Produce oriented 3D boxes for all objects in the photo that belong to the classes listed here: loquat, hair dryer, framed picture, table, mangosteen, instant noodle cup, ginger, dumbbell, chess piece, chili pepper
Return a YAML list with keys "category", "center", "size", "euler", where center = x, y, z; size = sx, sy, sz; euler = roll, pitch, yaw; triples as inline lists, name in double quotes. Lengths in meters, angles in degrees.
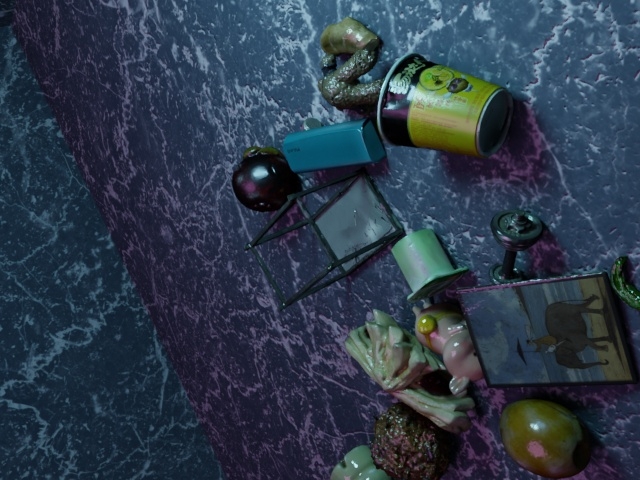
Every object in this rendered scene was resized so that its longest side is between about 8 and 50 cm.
- category: "loquat"
  center: [0.511, 0.451, 1.632]
  size: [0.227, 0.179, 0.179]
  euler: [17, 123, 58]
- category: "hair dryer"
  center: [-0.002, -0.261, 1.996]
  size: [0.154, 0.054, 0.106]
  euler: [49, 147, 16]
- category: "framed picture"
  center: [0.487, 0.206, 1.555]
  size: [0.347, 0.016, 0.265]
  euler: [-10, 106, 38]
- category: "table"
  center: [0.000, 0.000, 1.948]
  size: [0.222, 0.272, 0.335]
  euler: [60, 145, 9]
- category: "mangosteen"
  center: [-0.167, -0.184, 2.138]
  size: [0.210, 0.210, 0.210]
  euler: [31, 133, 40]
- category: "instant noodle cup"
  center: [0.269, -0.273, 1.507]
  size: [0.236, 0.215, 0.215]
  euler: [24, 129, 34]
- category: "ginger"
  center: [0.066, -0.495, 1.742]
  size: [0.190, 0.069, 0.095]
  euler: [8, 152, 50]
- category: "dumbbell"
  center: [0.420, 0.037, 1.572]
  size: [0.110, 0.110, 0.254]
  euler: [37, 143, 35]
- category: "chess piece"
  center: [0.223, 0.865, 2.237]
  size: [0.442, 0.234, 0.234]
  euler: [40, 138, 37]
- category: "chili pepper"
  center: [0.610, 0.091, 1.406]
  size: [0.055, 0.035, 0.118]
  euler: [-34, 72, 43]

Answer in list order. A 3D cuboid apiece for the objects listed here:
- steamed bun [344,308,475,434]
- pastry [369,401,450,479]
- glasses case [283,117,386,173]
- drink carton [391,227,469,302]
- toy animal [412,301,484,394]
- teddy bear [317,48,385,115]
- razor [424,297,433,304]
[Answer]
- category: "steamed bun"
  center: [0.225, 0.321, 1.903]
  size: [0.428, 0.247, 0.189]
  euler: [39, 113, 38]
- category: "pastry"
  center: [0.251, 0.605, 2.051]
  size: [0.275, 0.193, 0.275]
  euler: [28, 129, 41]
- category: "glasses case"
  center: [0.026, -0.246, 1.896]
  size: [0.301, 0.070, 0.117]
  euler: [-2, 123, 48]
- category: "drink carton"
  center: [0.258, 0.058, 1.767]
  size: [0.142, 0.146, 0.144]
  euler: [62, 146, 19]
- category: "toy animal"
  center: [0.327, 0.244, 1.766]
  size: [0.248, 0.165, 0.149]
  euler: [52, 149, 30]
- category: "teddy bear"
  center: [0.063, -0.380, 1.745]
  size: [0.182, 0.129, 0.251]
  euler: [62, 159, -9]
- category: "razor"
  center: [0.285, 0.177, 1.884]
  size: [0.068, 0.037, 0.191]
  euler: [9, 115, 56]
